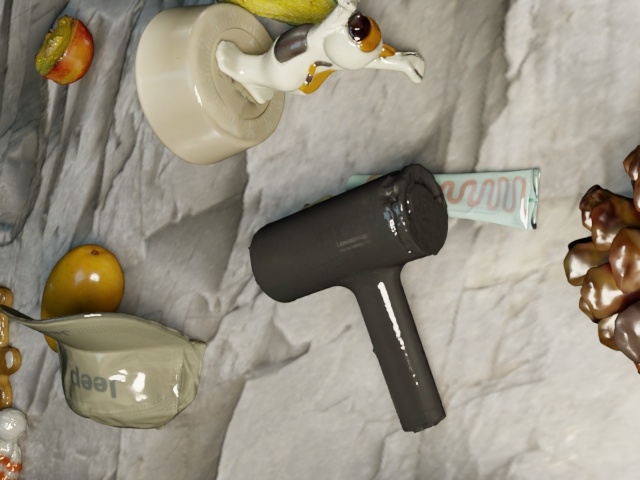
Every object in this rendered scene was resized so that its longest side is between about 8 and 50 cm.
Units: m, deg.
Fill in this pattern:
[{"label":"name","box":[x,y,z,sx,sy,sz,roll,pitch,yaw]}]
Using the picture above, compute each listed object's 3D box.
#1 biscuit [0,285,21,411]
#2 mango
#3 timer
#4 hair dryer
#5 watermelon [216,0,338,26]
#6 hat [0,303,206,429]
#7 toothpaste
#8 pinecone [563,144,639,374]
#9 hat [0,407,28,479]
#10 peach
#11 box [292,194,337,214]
[{"label":"biscuit","box":[-0.498,0.173,1.521,0.138,0.031,0.205,-8,86,40]},{"label":"mango","box":[-0.317,0.076,1.331,0.102,0.085,0.184,54,134,19]},{"label":"timer","box":[-0.038,-0.183,1.040,0.266,0.175,0.175,-7,85,36]},{"label":"hair dryer","box":[0.054,0.073,0.985,0.197,0.089,0.251,-19,94,34]},{"label":"watermelon","box":[-0.019,-0.273,1.072,0.181,0.092,0.075,12,83,49]},{"label":"hat","box":[-0.271,0.155,1.192,0.214,0.244,0.149,1,85,26]},{"label":"toothpaste","box":[0.117,-0.044,0.985,0.205,0.036,0.056,5,96,36]},{"label":"pinecone","box":[0.298,0.020,0.702,0.292,0.246,0.246,-3,87,61]},{"label":"hat","box":[-0.473,0.317,1.475,0.112,0.093,0.162,35,94,25]},{"label":"peach","box":[-0.340,-0.253,1.367,0.098,0.061,0.098,-26,50,36]},{"label":"box","box":[0.000,0.000,1.084,0.079,0.035,0.083,-27,72,38]}]
